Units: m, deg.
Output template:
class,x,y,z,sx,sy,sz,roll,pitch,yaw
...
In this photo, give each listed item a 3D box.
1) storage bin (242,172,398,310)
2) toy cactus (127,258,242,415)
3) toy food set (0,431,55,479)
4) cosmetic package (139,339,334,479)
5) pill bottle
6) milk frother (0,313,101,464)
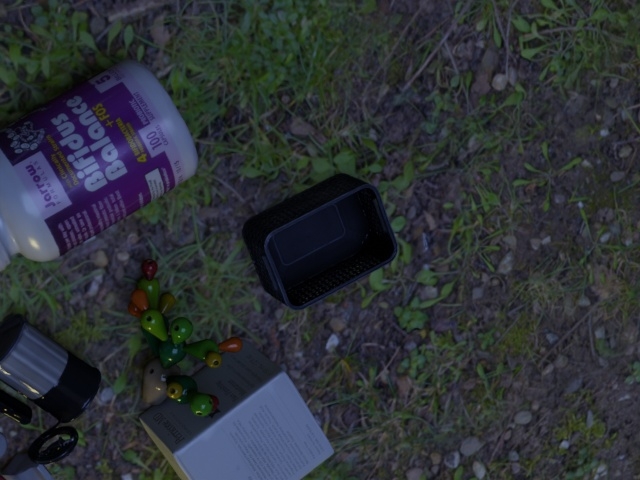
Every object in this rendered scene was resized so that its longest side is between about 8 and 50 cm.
class,x,y,z,sx,sy,sz,roll,pitch,yaw
storage bin,0.000,0.000,1.880,0.180,0.084,0.122,-28,113,-17
toy cactus,-0.192,0.148,1.802,0.112,0.219,0.180,-21,153,-35
toy food set,-0.363,0.343,1.763,0.111,0.104,0.232,-54,126,-39
cosmetic package,-0.114,0.261,1.855,0.183,0.151,0.151,-36,115,-14
pill bottle,-0.314,-0.079,1.666,0.301,0.169,0.169,-33,114,-15
milk frother,-0.359,0.191,1.728,0.134,0.143,0.129,40,92,-29
